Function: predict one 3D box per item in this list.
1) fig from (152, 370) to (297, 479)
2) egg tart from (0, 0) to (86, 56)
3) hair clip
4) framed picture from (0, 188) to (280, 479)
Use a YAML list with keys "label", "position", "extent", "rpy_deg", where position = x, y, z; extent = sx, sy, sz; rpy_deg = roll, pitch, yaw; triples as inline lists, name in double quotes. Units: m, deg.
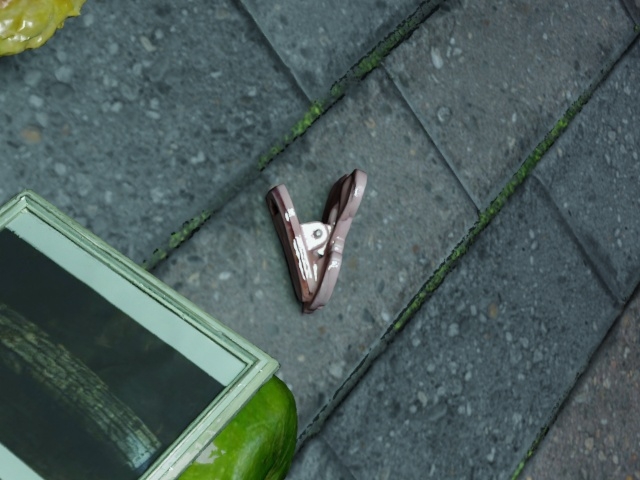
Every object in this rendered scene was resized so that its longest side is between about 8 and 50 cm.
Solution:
- label: "fig"
  position: [-0.153, 0.172, 0.875]
  extent: [0.235, 0.203, 0.203]
  rpy_deg: [21, 60, 14]
- label: "egg tart"
  position: [-0.339, -0.292, 0.815]
  extent: [0.352, 0.153, 0.339]
  rpy_deg: [-26, 101, -34]
- label: "hair clip"
  position: [0.011, -0.002, 1.047]
  extent: [0.102, 0.123, 0.138]
  rpy_deg: [-16, 84, -10]
- label: "framed picture"
  position: [-0.215, 0.093, 0.789]
  extent: [0.293, 0.018, 0.231]
  rpy_deg: [32, 56, 18]
